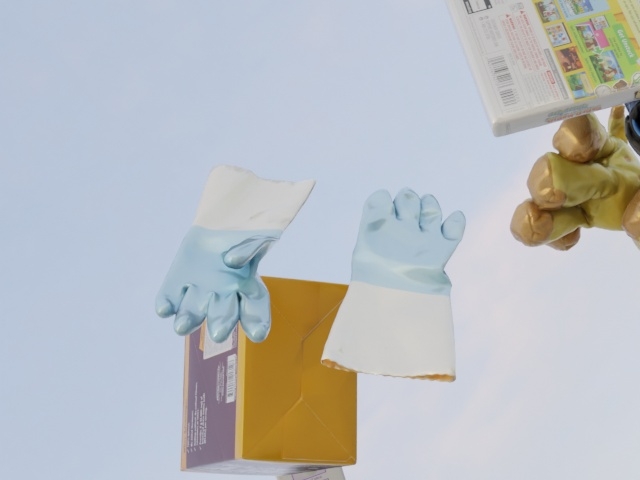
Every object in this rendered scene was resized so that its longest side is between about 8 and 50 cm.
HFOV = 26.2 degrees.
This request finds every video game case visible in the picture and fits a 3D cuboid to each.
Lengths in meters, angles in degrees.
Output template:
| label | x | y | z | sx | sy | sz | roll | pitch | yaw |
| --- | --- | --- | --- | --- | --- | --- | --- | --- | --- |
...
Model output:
| label | x | y | z | sx | sy | sz | roll | pitch | yaw |
| --- | --- | --- | --- | --- | --- | --- | --- | --- | --- |
| video game case | 0.243 | -0.214 | 1.373 | 0.206 | 0.227 | 0.026 | -15 | -39 | 2 |

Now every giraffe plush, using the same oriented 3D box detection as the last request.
| label | x | y | z | sx | sy | sz | roll | pitch | yaw |
| --- | --- | --- | --- | --- | --- | --- | --- | --- | --- |
| giraffe plush | 0.339 | -0.039 | 1.514 | 0.210 | 0.170 | 0.181 | -20 | -42 | -49 |

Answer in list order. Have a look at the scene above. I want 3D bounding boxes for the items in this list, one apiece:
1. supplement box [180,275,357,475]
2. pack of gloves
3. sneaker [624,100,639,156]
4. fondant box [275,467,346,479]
| label | x | y | z | sx | sy | sz | roll | pitch | yaw |
| --- | --- | --- | --- | --- | --- | --- | --- | --- | --- |
| supplement box | -0.059 | 0.153 | 1.488 | 0.129 | 0.194 | 0.191 | 7 | -105 | -23 |
| pack of gloves | 0.000 | 0.000 | 0.922 | 0.195 | 0.232 | 0.046 | 6 | -59 | 5 |
| sneaker | 0.333 | -0.152 | 1.381 | 0.079 | 0.217 | 0.121 | -38 | -25 | 27 |
| fondant box | -0.038 | 0.267 | 1.940 | 0.096 | 0.238 | 0.330 | -19 | -61 | -4 |
